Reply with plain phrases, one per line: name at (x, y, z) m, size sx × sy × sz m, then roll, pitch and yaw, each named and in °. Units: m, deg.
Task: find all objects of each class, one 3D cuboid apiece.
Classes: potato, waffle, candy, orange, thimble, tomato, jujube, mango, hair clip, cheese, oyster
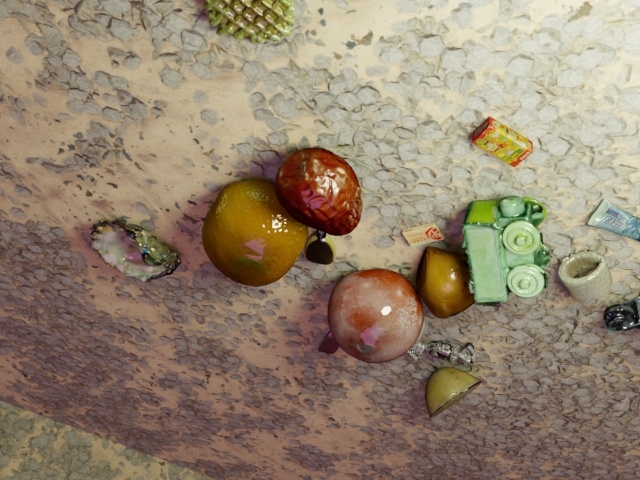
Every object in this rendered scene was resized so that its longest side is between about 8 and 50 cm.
potato at (0.402, 0.465, 2.386) m, size 0.182 × 0.117 × 0.202 m, roll -17°, pitch 154°, yaw -32°
waffle at (-0.139, -0.456, 1.459) m, size 0.183 × 0.036 × 0.169 m, roll 5°, pitch 143°, yaw 10°
candy at (0.362, 0.334, 2.285) m, size 0.226 × 0.051 × 0.094 m, roll 8°, pitch 138°, yaw 6°
orange at (-0.182, -0.002, 1.940) m, size 0.262 × 0.196 × 0.334 m, roll 35°, pitch 145°, yaw -6°
thimble at (0.659, 0.088, 1.863) m, size 0.115 × 0.102 × 0.090 m, roll -34°, pitch 128°, yaw 7°
tomato at (0.148, 0.214, 2.050) m, size 0.270 × 0.227 × 0.270 m, roll 8°, pitch 131°, yaw 10°
jujube at (0.007, -0.107, 1.759) m, size 0.190 × 0.190 × 0.255 m, roll -8°, pitch 154°, yaw 24°
mango at (0.338, 0.124, 1.967) m, size 0.166 × 0.136 × 0.236 m, roll 8°, pitch 147°, yaw -2°
hair clip at (0.031, 0.333, 2.395) m, size 0.054 × 0.022 × 0.137 m, roll 16°, pitch 141°, yaw -10°
cheese at (0.000, 0.001, 1.983) m, size 0.086 × 0.036 × 0.162 m, roll 11°, pitch 141°, yaw 6°
candy at (0.392, -0.212, 1.614) m, size 0.122 × 0.038 × 0.062 m, roll 26°, pitch 139°, yaw -17°
oyster at (-0.526, 0.030, 2.126) m, size 0.259 × 0.092 × 0.198 m, roll 23°, pitch 141°, yaw 1°

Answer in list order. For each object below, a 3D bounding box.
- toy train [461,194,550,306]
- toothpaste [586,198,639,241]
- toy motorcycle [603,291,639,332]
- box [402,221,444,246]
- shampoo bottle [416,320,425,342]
toy train at (0.439, 0.021, 1.765) m, size 0.188 × 0.159 × 0.272 m, roll -4°, pitch 119°, yaw 23°
toothpaste at (0.758, -0.020, 1.750) m, size 0.268 × 0.047 × 0.069 m, roll 22°, pitch 153°, yaw -6°
toy motorcycle at (0.907, 0.182, 1.894) m, size 0.358 × 0.125 × 0.212 m, roll -26°, pitch 131°, yaw 35°
box at (0.262, -0.015, 1.909) m, size 0.093 × 0.015 × 0.058 m, roll -14°, pitch 136°, yaw 30°
shampoo bottle at (0.195, 0.249, 2.224) m, size 0.220 × 0.051 × 0.108 m, roll 12°, pitch 141°, yaw 1°
